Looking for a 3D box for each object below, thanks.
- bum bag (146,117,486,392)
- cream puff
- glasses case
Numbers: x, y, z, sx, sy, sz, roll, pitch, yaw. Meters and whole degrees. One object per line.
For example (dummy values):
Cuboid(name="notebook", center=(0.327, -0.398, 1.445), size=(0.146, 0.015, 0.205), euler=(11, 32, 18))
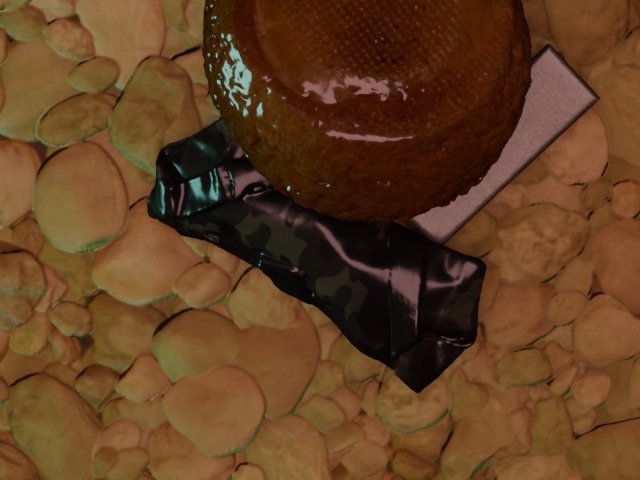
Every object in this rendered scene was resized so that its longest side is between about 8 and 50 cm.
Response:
Cuboid(name="bum bag", center=(0.000, 0.000, 1.739), size=(0.340, 0.095, 0.144), euler=(34, 107, 4))
Cuboid(name="cream puff", center=(0.038, -0.156, 1.646), size=(0.303, 0.212, 0.303), euler=(3, 67, -7))
Cuboid(name="glasses case", center=(0.159, -0.087, 1.740), size=(0.205, 0.047, 0.071), euler=(-44, 94, 8))
